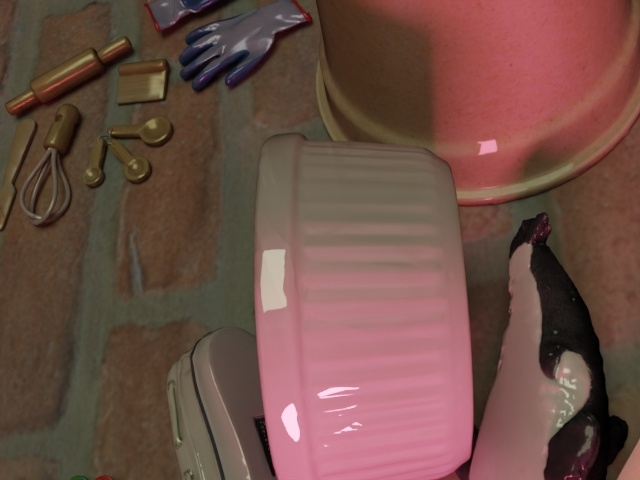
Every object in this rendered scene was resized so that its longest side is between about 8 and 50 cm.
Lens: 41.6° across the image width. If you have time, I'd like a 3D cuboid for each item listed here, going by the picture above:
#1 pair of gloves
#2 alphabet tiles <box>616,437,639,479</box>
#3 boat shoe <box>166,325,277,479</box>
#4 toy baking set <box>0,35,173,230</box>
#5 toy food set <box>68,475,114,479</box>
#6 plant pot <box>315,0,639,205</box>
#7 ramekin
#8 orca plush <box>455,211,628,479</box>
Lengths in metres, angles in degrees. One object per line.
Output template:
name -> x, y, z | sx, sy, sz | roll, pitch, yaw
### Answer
pair of gloves -> -0.109, -0.259, 0.953 | 0.159, 0.023, 0.198 | -31, 60, -2
alphabet tiles -> 0.315, 0.185, 0.499 | 0.284, 0.021, 0.278 | 37, 106, 47
boat shoe -> -0.064, 0.204, 0.664 | 0.088, 0.096, 0.267 | -34, 68, 34
toy baking set -> -0.276, -0.120, 0.928 | 0.256, 0.030, 0.196 | -25, 59, 4
toy food set -> -0.203, 0.243, 0.725 | 0.082, 0.020, 0.083 | -39, 59, -4
plant pot -> 0.115, -0.247, 0.710 | 0.334, 0.305, 0.334 | -8, 62, 14
ramekin -> 0.037, 0.052, 0.610 | 0.127, 0.273, 0.273 | -4, 62, 5
orca plush -> 0.179, 0.130, 0.645 | 0.151, 0.102, 0.287 | -46, 32, 45
